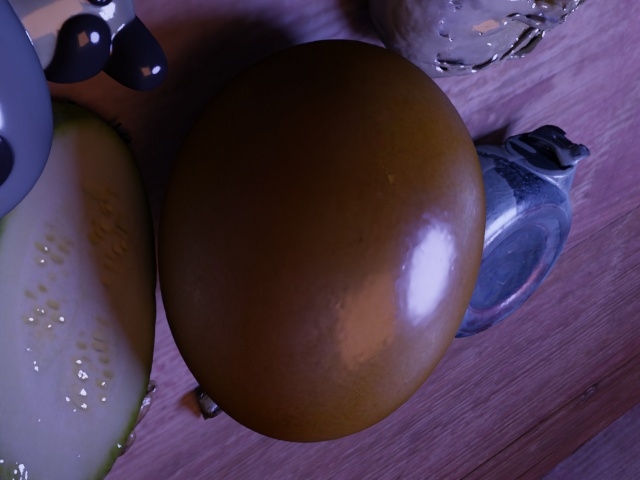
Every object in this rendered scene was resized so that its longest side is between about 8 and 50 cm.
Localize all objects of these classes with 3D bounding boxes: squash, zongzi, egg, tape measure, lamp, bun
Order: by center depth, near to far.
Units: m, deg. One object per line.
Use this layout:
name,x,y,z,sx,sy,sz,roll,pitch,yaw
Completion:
lamp,-0.224,-0.109,0.460,0.244,0.197,0.198,-39,148,-24
squash,-0.183,0.037,0.587,0.189,0.260,0.189,-22,141,-19
egg,0.000,0.000,0.686,0.282,0.282,0.351,6,93,-48
bun,0.181,-0.269,0.708,0.287,0.146,0.287,-28,144,-23
tape measure,0.211,-0.004,1.035,0.275,0.147,0.256,-27,140,-22
zongzi,-0.128,0.209,1.045,0.076,0.040,0.083,-36,159,-19

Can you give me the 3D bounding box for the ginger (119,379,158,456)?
ginger,-0.287,0.240,0.896,0.214,0.059,0.133,-51,141,12
